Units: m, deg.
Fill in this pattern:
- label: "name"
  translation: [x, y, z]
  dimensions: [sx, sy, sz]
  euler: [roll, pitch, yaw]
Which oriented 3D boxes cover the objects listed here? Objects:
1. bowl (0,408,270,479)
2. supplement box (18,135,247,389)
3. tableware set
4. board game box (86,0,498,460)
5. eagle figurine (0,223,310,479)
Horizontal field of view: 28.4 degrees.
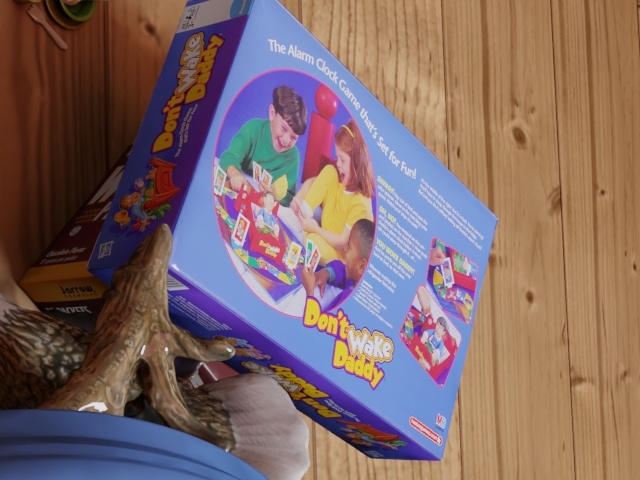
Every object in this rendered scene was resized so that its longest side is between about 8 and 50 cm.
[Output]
- label: "bowl"
  translation: [-0.158, 0.248, 0.629]
  dimensions: [0.391, 0.391, 0.077]
  euler: [48, 8, -34]
- label: "supplement box"
  translation: [-0.099, 0.033, 1.034]
  dimensions: [0.194, 0.129, 0.191]
  euler: [56, 47, -29]
- label: "tableware set"
  translation: [-0.201, -0.241, 1.032]
  dimensions: [0.104, 0.024, 0.154]
  euler: [50, 51, -33]
- label: "board game box"
  translation: [0.000, 0.000, 0.993]
  dimensions: [0.347, 0.078, 0.233]
  euler: [40, 57, -40]
- label: "eagle figurine"
  translation: [-0.172, 0.101, 0.792]
  dimensions: [0.226, 0.298, 0.225]
  euler: [-8, 72, -35]
